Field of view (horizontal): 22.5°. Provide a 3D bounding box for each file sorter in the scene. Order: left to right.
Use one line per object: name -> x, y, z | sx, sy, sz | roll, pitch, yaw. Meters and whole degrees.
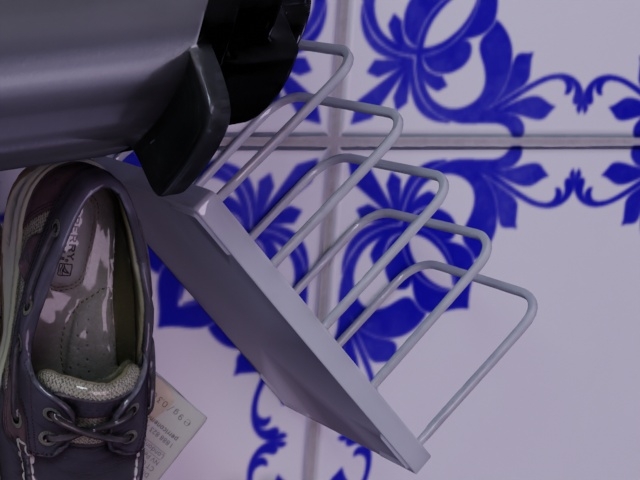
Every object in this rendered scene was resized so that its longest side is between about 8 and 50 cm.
file sorter -> 0.000, 0.000, 1.206 | 0.173, 0.193, 0.277 | -47, 120, -15

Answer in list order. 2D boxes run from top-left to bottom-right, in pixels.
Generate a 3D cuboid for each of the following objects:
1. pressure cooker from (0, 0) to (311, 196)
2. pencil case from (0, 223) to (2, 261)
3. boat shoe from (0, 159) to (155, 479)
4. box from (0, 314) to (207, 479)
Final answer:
pressure cooker -> -0.211, -0.220, 0.916 | 0.420, 0.375, 0.369 | -10, 109, -34
pencil case -> -0.298, 0.148, 0.975 | 0.183, 0.160, 0.410 | 72, 19, -57
boat shoe -> -0.155, 0.089, 1.029 | 0.103, 0.092, 0.285 | 0, 96, -23
box -> -0.241, 0.196, 1.139 | 0.121, 0.148, 0.311 | 44, 77, -29
